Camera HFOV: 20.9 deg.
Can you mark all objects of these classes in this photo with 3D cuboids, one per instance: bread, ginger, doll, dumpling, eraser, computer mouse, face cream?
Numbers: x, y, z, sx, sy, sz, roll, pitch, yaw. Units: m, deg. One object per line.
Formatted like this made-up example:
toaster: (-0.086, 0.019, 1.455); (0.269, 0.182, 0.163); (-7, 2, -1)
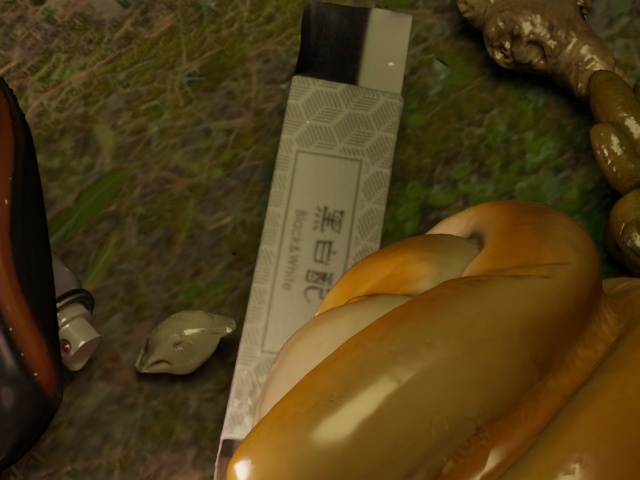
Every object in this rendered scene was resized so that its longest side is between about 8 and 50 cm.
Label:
bread: (0.081, 0.136, 1.087); (0.245, 0.329, 0.424); (35, 26, 4)
ginger: (0.184, -0.202, 1.502); (0.137, 0.074, 0.213); (-5, 64, -8)
doll: (0.263, -0.043, 1.399); (0.137, 0.097, 0.209); (20, 48, -33)
dumpling: (-0.105, 0.073, 1.316); (0.043, 0.077, 0.059); (41, 15, -21)
eraser: (0.000, 0.000, 1.338); (0.096, 0.098, 0.404); (10, 58, 0)
computer mouse: (-0.280, 0.020, 1.230); (0.183, 0.116, 0.323); (-15, 78, 24)
face cream: (-0.252, 0.011, 1.321); (0.229, 0.075, 0.075); (41, 63, 19)
